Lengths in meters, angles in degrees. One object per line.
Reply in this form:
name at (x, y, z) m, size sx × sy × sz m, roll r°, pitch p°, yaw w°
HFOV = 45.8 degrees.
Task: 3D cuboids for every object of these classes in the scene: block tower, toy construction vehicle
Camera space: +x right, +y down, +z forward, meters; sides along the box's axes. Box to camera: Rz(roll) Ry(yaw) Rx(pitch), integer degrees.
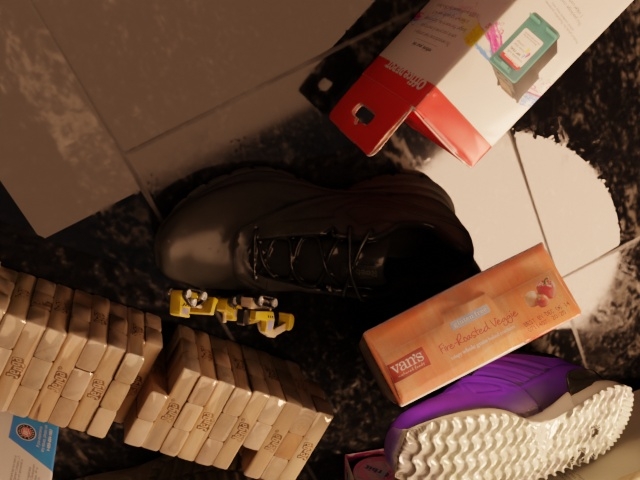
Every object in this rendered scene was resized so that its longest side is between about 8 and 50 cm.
block tower at (-0.162, 0.126, 0.690) m, size 0.335 × 0.091 × 0.097 m, roll 24°, pitch 103°, yaw -22°
toy construction vehicle at (-0.079, 0.065, 0.676) m, size 0.086 × 0.098 × 0.035 m, roll 2°, pitch 81°, yaw 25°

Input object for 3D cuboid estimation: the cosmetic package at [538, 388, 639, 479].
cosmetic package at (0.341, 0.274, 0.838) m, size 0.309 × 0.113 × 0.160 m, roll -16°, pitch 116°, yaw -22°

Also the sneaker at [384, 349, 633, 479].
sneaker at (0.162, 0.170, 0.758) m, size 0.293 × 0.146 × 0.102 m, roll -1°, pitch 112°, yaw -33°

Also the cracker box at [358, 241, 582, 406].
cracker box at (0.117, 0.081, 0.673) m, size 0.156 × 0.232 × 0.067 m, roll -26°, pitch 80°, yaw -2°

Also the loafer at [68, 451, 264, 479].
loafer at (-0.158, 0.275, 0.755) m, size 0.269 × 0.102 × 0.092 m, roll -8°, pitch 115°, yaw -1°

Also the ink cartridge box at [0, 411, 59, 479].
ink cartridge box at (-0.340, 0.197, 0.641) m, size 0.203 × 0.148 × 0.086 m, roll 25°, pitch 106°, yaw -22°

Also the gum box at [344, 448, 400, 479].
gum box at (0.124, 0.286, 0.848) m, size 0.188 × 0.062 × 0.107 m, roll -6°, pitch 114°, yaw -13°

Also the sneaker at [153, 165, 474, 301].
sneaker at (0.000, 0.000, 0.660) m, size 0.286 × 0.130 × 0.109 m, roll -7°, pitch 116°, yaw -11°

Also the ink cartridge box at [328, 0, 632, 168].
ink cartridge box at (0.123, -0.150, 0.626) m, size 0.078 × 0.134 × 0.231 m, roll 40°, pitch 98°, yaw -26°
